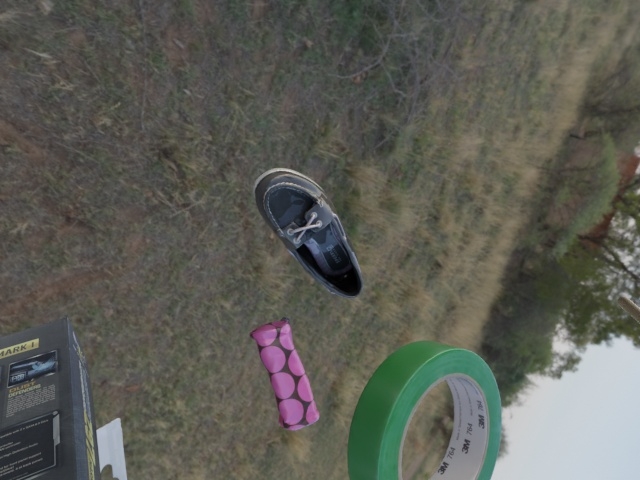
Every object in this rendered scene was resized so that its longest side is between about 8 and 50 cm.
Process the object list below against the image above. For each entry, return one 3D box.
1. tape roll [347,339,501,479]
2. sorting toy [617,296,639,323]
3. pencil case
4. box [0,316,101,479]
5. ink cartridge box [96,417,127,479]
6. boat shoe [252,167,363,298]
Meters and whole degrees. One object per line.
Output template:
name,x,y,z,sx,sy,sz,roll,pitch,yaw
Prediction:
tape roll,0.192,0.341,0.761,0.321,0.077,0.321,-1,92,-35
sorting toy,0.600,0.168,0.675,0.193,0.208,0.038,-91,-156,-66
pencil case,-0.073,0.266,0.879,0.095,0.098,0.209,-15,86,-37
box,-0.267,0.153,0.266,0.232,0.183,0.059,-17,124,-25
ink cartridge box,-0.271,0.263,0.403,0.179,0.045,0.146,-17,109,-56
boat shoe,0.000,0.000,0.782,0.112,0.095,0.335,-35,140,3
